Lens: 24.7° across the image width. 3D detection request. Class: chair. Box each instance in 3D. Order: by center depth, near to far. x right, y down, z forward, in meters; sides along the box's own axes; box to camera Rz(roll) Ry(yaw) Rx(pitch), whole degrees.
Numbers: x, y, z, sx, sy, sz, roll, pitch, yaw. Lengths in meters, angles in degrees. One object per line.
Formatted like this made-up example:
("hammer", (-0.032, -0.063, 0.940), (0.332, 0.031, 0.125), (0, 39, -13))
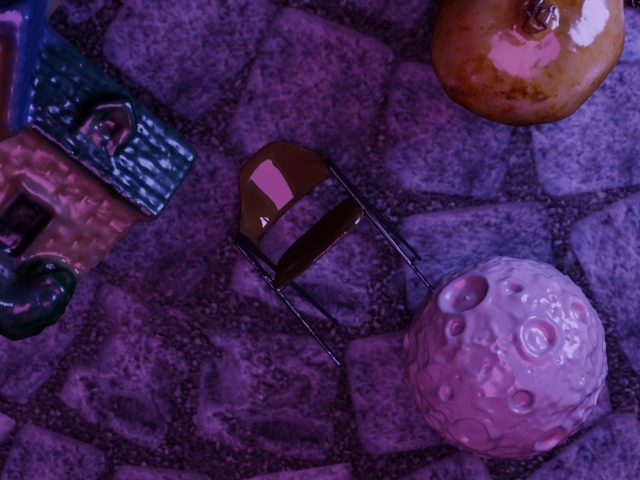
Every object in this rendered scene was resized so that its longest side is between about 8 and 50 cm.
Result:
("chair", (0.000, 0.000, 1.858), (0.159, 0.172, 0.247), (-40, 106, 10))

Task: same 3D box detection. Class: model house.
("model house", (-0.367, -0.135, 1.749), (0.342, 0.334, 0.382), (-44, 109, 12))

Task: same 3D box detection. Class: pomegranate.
("pomegranate", (0.250, -0.251, 1.752), (0.248, 0.248, 0.248), (0, 103, 1))

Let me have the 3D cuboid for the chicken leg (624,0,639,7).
("chicken leg", (0.462, -0.326, 1.824), (0.205, 0.053, 0.093), (-6, 126, 10))

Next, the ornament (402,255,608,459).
("ornament", (0.226, 0.142, 1.825), (0.259, 0.259, 0.225), (-29, 123, 7))
